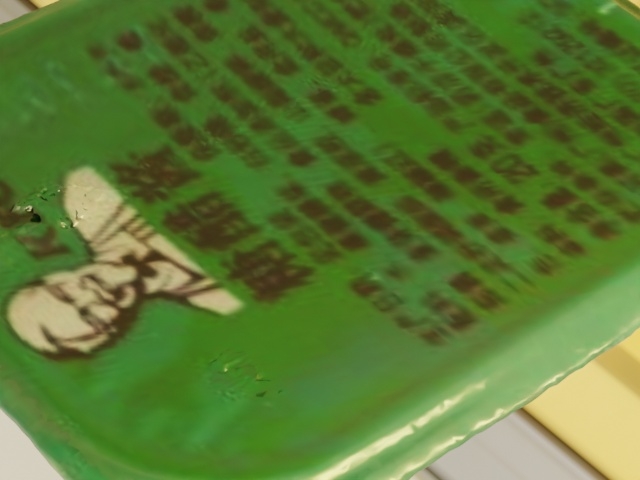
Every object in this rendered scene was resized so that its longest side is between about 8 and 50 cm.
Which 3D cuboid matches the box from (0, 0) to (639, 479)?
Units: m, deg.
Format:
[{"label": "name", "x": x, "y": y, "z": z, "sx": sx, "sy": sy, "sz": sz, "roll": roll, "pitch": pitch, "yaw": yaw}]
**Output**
[{"label": "box", "x": 0.000, "y": 0.000, "z": 0.761, "sx": 0.337, "sy": 0.264, "sz": 0.106, "roll": -29, "pitch": 144, "yaw": -31}]
